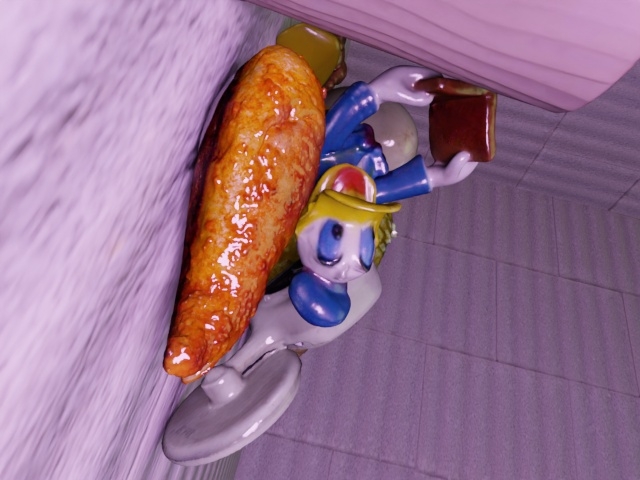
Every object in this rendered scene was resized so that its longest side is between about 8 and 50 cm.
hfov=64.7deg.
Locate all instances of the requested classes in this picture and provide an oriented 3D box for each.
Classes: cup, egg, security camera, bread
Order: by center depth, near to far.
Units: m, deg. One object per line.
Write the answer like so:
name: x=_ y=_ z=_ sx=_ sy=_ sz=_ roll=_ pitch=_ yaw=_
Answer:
cup: x=0.086 y=-0.224 z=0.303 sx=0.288 sy=0.273 sz=0.208 roll=146 pitch=-35 yaw=-88
bread: x=-0.055 y=-0.020 z=0.393 sx=0.139 sy=0.095 sz=0.268 roll=112 pitch=-13 yaw=-75
security camera: x=-0.055 y=0.106 z=0.546 sx=0.157 sy=0.080 sz=0.301 roll=-11 pitch=-155 yaw=48
egg: x=0.070 y=-0.190 z=0.981 sx=0.295 sy=0.219 sz=0.218 roll=9 pitch=-96 yaw=57

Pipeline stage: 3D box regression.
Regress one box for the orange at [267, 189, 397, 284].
orange: x=0.000 y=0.000 z=0.812 sx=0.300 sy=0.223 sz=0.301 roll=-68 pitch=174 yaw=-50

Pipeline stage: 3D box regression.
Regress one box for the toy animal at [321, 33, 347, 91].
toy animal: x=0.013 y=-0.373 z=0.876 sx=0.224 sy=0.067 sz=0.229 roll=78 pitch=30 yaw=-47

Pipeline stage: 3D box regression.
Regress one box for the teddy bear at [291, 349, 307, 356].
teddy bear: x=-0.080 y=0.180 z=1.114 sx=0.256 sy=0.156 sz=0.267 roll=-25 pitch=130 yaw=-88

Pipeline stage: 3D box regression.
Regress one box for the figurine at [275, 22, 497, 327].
figurine: x=0.044 y=-0.062 z=0.525 sx=0.204 sy=0.284 sz=0.338 roll=49 pitch=41 yaw=-45
